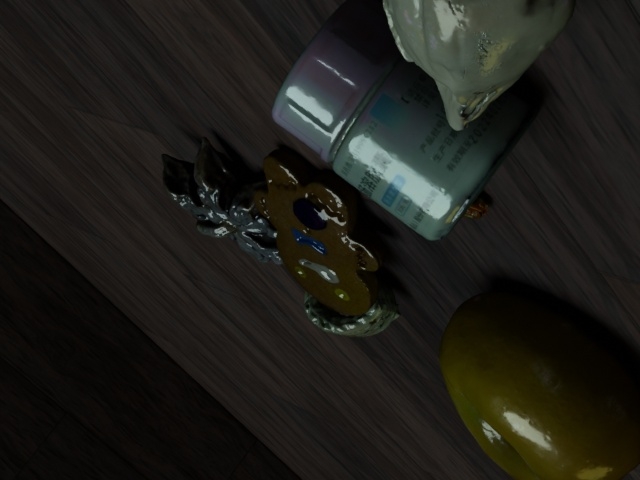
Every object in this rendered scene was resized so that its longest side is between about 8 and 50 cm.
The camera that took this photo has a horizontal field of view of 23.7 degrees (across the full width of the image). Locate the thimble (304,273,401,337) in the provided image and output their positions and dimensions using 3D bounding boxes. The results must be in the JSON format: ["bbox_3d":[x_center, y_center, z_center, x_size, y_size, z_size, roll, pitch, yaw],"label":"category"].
[{"bbox_3d":[0.039,0.075,1.841,0.110,0.084,0.062,14,180,30],"label":"thimble"}]

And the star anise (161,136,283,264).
[{"bbox_3d":[-0.102,-0.033,1.874,0.230,0.081,0.262,28,164,-5],"label":"star anise"}]

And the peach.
[{"bbox_3d":[0.226,0.161,1.581,0.251,0.153,0.251,49,165,19],"label":"peach"}]

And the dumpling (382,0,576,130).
[{"bbox_3d":[0.090,-0.161,0.965,0.136,0.118,0.199,46,143,26],"label":"dumpling"}]

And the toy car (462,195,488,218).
[{"bbox_3d":[0.100,-0.056,1.406,0.122,0.035,0.059,41,161,-8],"label":"toy car"}]

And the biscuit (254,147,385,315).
[{"bbox_3d":[0.000,0.000,1.719,0.180,0.039,0.236,26,150,31],"label":"biscuit"}]

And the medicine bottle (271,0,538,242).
[{"bbox_3d":[0.063,-0.096,1.178,0.168,0.135,0.135,38,166,4],"label":"medicine bottle"}]
